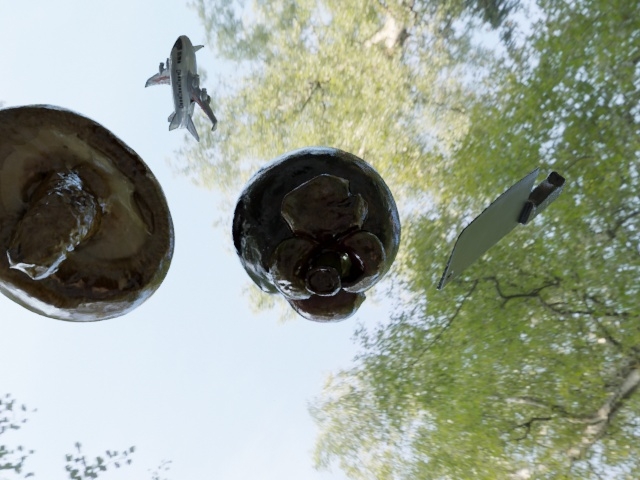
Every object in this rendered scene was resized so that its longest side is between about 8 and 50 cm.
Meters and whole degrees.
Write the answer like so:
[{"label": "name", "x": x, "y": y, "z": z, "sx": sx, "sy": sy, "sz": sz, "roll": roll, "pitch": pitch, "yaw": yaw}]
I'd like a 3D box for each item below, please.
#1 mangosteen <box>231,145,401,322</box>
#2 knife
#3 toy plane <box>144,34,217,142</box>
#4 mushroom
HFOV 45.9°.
[{"label": "mangosteen", "x": 0.000, "y": 0.000, "z": 0.908, "sx": 0.211, "sy": 0.250, "sz": 0.211, "roll": -4, "pitch": -64, "yaw": -8}, {"label": "knife", "x": 0.177, "y": -0.030, "z": 0.685, "sx": 0.019, "sy": 0.072, "sz": 0.245, "roll": 33, "pitch": -141, "yaw": 22}, {"label": "toy plane", "x": -0.212, "y": -0.242, "z": 1.180, "sx": 0.162, "sy": 0.171, "sz": 0.065, "roll": 34, "pitch": -141, "yaw": 25}, {"label": "mushroom", "x": -0.383, "y": -0.043, "z": 1.111, "sx": 0.239, "sy": 0.345, "sz": 0.345, "roll": -13, "pitch": -102, "yaw": 22}]
